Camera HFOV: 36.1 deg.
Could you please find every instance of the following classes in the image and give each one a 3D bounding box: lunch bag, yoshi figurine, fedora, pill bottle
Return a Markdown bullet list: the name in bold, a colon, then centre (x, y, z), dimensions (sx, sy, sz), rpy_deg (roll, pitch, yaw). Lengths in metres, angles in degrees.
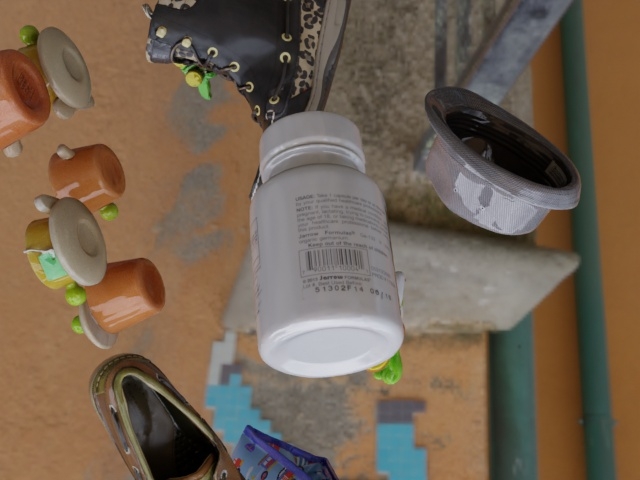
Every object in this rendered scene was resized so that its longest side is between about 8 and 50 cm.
- **lunch bag**: centre (-0.050, 0.386, 1.209), dimensions (0.138, 0.221, 0.293), rpy_deg (26, 177, -18)
- **yoshi figurine**: centre (0.061, 0.160, 1.787), dimensions (0.203, 0.203, 0.362), rpy_deg (-4, -179, 8)
- **fedora**: centre (0.254, -0.105, 1.491), dimensions (0.275, 0.244, 0.124), rpy_deg (35, 122, 12)
- **pill bottle**: centre (0.000, 0.000, 0.921), dimensions (0.131, 0.229, 0.131), rpy_deg (-5, 151, -3)

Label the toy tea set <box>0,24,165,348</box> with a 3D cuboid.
- **toy tea set**: centre (-0.277, -0.042, 0.962), dimensions (0.124, 0.336, 0.200), rpy_deg (-18, -175, 15)

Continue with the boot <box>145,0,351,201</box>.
- **boot**: centre (-0.127, -0.254, 1.506), dimensions (0.284, 0.377, 0.138), rpy_deg (17, 174, -1)

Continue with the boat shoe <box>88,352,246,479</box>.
- **boat shoe**: centre (-0.147, 0.260, 1.073), dimensions (0.307, 0.111, 0.104), rpy_deg (53, 161, -11)

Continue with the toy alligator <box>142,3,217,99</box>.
- **toy alligator**: centre (-0.221, -0.320, 1.626), dimensions (0.051, 0.056, 0.189), rpy_deg (-25, 114, 20)
